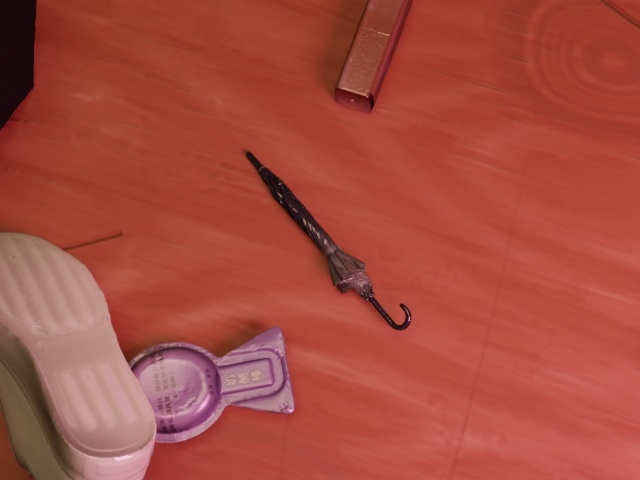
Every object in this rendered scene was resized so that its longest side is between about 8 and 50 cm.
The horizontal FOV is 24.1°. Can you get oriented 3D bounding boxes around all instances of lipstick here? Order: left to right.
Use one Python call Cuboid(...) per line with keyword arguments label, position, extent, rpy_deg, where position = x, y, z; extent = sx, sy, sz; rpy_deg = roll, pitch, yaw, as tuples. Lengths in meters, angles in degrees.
Cuboid(label="lipstick", position=(0.060, -0.216, 1.646), extent=(0.045, 0.045, 0.145), rpy_deg=(18, 73, 11))

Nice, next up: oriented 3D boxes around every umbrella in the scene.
Cuboid(label="umbrella", position=(-0.003, 0.004, 1.581), extent=(0.269, 0.044, 0.044), rpy_deg=(46, 116, 23))

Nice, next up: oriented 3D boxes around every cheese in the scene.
Cuboid(label="cheese", position=(-0.125, 0.149, 1.526), extent=(0.191, 0.042, 0.105), rpy_deg=(-10, 70, 3))

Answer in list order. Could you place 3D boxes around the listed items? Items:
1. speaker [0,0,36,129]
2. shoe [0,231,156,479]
Cuboid(label="speaker", position=(-0.445, -0.196, 1.539), extent=(0.232, 0.184, 0.254), rpy_deg=(13, 37, 7))
Cuboid(label="shoe", position=(-0.270, 0.145, 1.505), extent=(0.131, 0.160, 0.363), rpy_deg=(-11, 42, -29))
